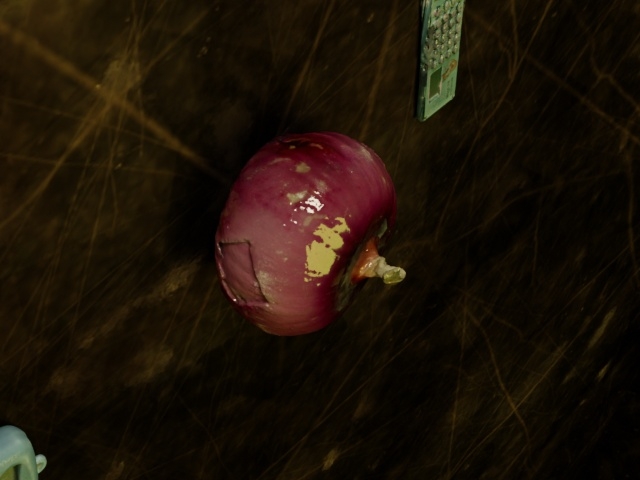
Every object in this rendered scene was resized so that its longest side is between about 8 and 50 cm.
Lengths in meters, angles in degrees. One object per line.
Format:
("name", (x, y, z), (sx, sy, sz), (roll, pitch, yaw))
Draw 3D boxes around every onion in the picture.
("onion", (-0.009, -0.005, 0.983), (0.177, 0.154, 0.177), (-156, -90, -83))

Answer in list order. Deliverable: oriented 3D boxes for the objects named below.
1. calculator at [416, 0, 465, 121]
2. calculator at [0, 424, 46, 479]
("calculator", (0.114, -0.184, 1.103), (0.057, 0.018, 0.172), (-38, 151, -24))
("calculator", (-0.300, 0.223, 0.915), (0.210, 0.039, 0.121), (-30, 147, -39))
